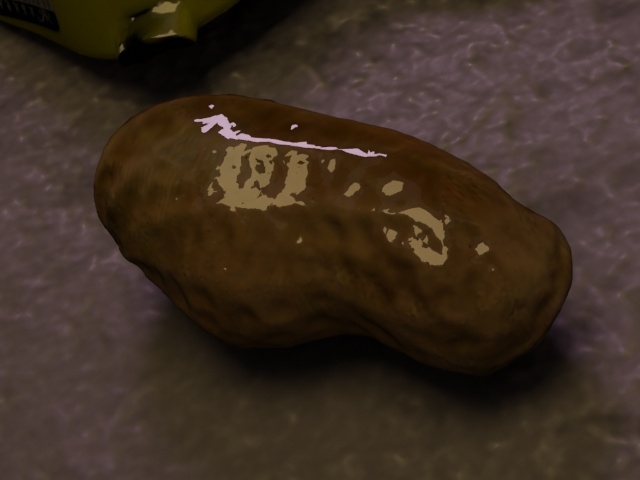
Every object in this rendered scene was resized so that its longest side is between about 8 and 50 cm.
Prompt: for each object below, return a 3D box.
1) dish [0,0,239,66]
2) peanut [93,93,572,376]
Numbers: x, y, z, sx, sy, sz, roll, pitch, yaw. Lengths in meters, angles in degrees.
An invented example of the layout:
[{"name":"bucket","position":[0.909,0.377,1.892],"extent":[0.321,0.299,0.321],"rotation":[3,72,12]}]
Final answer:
[{"name":"dish","position":[-0.110,-0.217,0.911],"extent":[0.221,0.108,0.262],"rotation":[-42,41,-8]},{"name":"peanut","position":[0.000,0.000,0.712],"extent":[0.226,0.095,0.108],"rotation":[14,72,26]}]
